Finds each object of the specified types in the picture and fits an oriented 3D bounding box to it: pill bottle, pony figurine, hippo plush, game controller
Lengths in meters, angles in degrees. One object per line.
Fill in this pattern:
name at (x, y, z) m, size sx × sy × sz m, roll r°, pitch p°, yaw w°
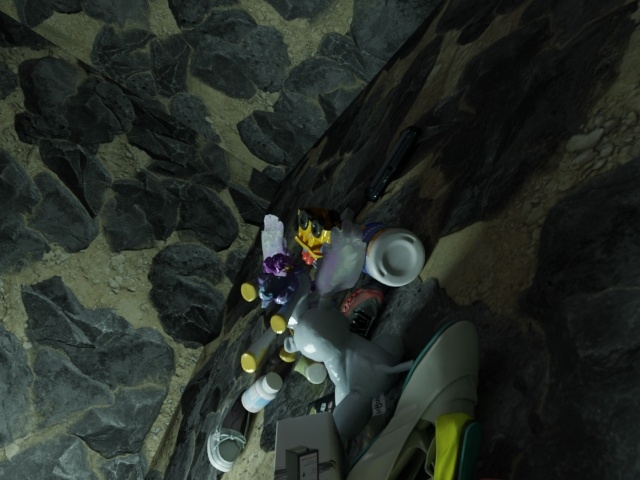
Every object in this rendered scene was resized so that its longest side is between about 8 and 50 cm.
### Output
pill bottle at (0.166, 0.027, 1.355) m, size 0.152 × 0.152 × 0.272 m, roll -59°, pitch 17°, yaw -1°
pony figurine at (-0.062, 0.125, 1.248) m, size 0.363 × 0.303 × 0.350 m, roll -29°, pitch -56°, yaw -62°
pill bottle at (-0.199, 0.521, 1.676) m, size 0.160 × 0.087 × 0.087 m, roll -47°, pitch 20°, yaw 34°
hippo plush at (0.033, 0.262, 1.035) m, size 0.234 × 0.237 × 0.294 m, roll -57°, pitch -7°, yaw 1°
game controller at (0.267, -0.285, 1.817) m, size 0.319 × 0.067 × 0.166 m, roll -57°, pitch 2°, yaw 4°

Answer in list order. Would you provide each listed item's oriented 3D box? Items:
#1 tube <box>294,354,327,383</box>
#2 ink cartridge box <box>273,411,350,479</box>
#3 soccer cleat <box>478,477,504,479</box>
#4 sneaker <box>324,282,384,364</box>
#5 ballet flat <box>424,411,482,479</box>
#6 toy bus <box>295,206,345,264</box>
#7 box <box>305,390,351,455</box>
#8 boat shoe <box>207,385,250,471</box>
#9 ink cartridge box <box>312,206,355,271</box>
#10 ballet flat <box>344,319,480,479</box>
tube at (-0.035, 0.383, 1.502) m, size 0.070 × 0.062 × 0.240 m, roll -17°, pitch 2°, yaw -15°
ink cartridge box at (-0.008, 0.493, 0.893) m, size 0.115 × 0.198 × 0.272 m, roll -12°, pitch 33°, yaw 6°
soccer cleat at (0.211, 0.435, 0.623) m, size 0.095 × 0.083 × 0.248 m, roll -23°, pitch 36°, yaw 57°
sneaker at (0.086, 0.242, 1.307) m, size 0.276 × 0.098 × 0.135 m, roll -55°, pitch 16°, yaw 21°
ballet flat at (0.188, 0.374, 0.728) m, size 0.077 × 0.077 × 0.230 m, roll -1°, pitch 72°, yaw 46°
toy bus at (0.000, 0.000, 1.787) m, size 0.220 × 0.150 × 0.211 m, roll 40°, pitch 121°, yaw 52°
box at (0.008, 0.487, 1.179) m, size 0.175 × 0.051 × 0.220 m, roll -41°, pitch 24°, yaw 45°
boat shoe at (-0.309, 0.656, 1.717) m, size 0.103 × 0.118 × 0.320 m, roll -56°, pitch 9°, yaw 26°
ink cartridge box at (0.044, 0.000, 1.913) m, size 0.223 × 0.045 × 0.224 m, roll -50°, pitch 10°, yaw 29°
ballet flat at (0.185, 0.330, 0.843) m, size 0.400 × 0.139 × 0.139 m, roll -60°, pitch 15°, yaw 12°
